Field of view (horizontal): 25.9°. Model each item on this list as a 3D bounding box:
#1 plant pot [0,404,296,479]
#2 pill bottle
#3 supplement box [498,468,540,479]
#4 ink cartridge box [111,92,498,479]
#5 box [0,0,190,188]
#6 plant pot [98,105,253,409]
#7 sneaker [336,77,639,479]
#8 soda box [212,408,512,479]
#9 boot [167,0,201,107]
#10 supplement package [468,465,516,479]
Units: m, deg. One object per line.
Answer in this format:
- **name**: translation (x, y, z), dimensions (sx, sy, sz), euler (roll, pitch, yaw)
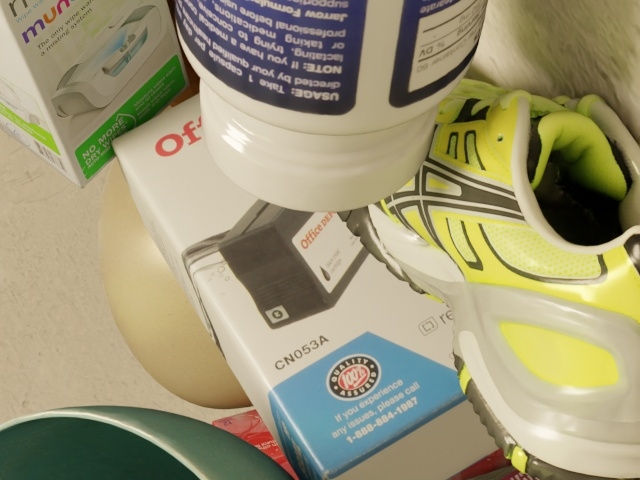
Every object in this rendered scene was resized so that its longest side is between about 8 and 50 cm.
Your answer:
- **plant pot**: translation (-0.096, 0.239, 0.906), dimensions (0.290, 0.290, 0.195), euler (58, -155, 12)
- **pill bottle**: translation (0.007, -0.144, 0.647), dimensions (0.153, 0.153, 0.265), euler (54, 154, 32)
- **supplement box**: translation (0.155, 0.283, 1.210), dimensions (0.104, 0.188, 0.081), euler (53, 169, 38)
- **ink cartridge box**: translation (0.025, 0.013, 0.978), dimensions (0.307, 0.223, 0.129), euler (55, 169, 30)
- **box**: translation (-0.242, -0.197, 0.961), dimensions (0.262, 0.127, 0.231), euler (35, 159, 22)
- **plant pot**: translation (-0.021, 0.001, 1.198), dimensions (0.191, 0.284, 0.284), euler (-7, 117, 41)
- **sneaker**: translation (0.111, -0.031, 0.782), dimensions (0.385, 0.145, 0.147), euler (54, 138, 48)
- **soda box**: translation (0.044, 0.176, 1.224), dimensions (0.092, 0.263, 0.083), euler (-138, 37, -61)
- **boot**: translation (-0.185, -0.249, 1.104), dimensions (0.264, 0.096, 0.280), euler (30, 157, 46)
- **supplement package**: translation (0.175, 0.309, 1.352), dimensions (0.244, 0.134, 0.139), euler (60, 170, 2)
